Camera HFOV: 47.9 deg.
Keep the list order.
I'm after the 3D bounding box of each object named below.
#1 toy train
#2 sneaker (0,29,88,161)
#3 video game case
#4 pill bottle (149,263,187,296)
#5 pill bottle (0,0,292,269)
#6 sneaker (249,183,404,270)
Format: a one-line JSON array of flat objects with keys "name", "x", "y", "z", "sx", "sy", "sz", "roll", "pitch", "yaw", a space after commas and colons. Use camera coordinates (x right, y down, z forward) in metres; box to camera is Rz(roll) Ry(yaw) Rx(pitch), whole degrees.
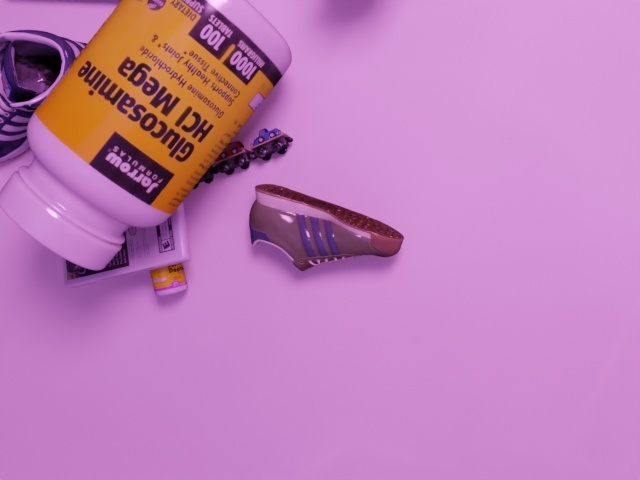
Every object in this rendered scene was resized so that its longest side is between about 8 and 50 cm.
[{"name": "toy train", "x": -0.109, "y": -0.106, "z": 0.910, "sx": 0.158, "sy": 0.027, "sz": 0.036, "roll": -19, "pitch": 80, "yaw": 15}, {"name": "sneaker", "x": -0.391, "y": -0.176, "z": 0.899, "sx": 0.282, "sy": 0.153, "sz": 0.099, "roll": -22, "pitch": 91, "yaw": 15}, {"name": "video game case", "x": -0.259, "y": -0.048, "z": 0.928, "sx": 0.173, "sy": 0.022, "sz": 0.190, "roll": -13, "pitch": 78, "yaw": 14}, {"name": "pill bottle", "x": -0.202, "y": 0.028, "z": 0.937, "sx": 0.044, "sy": 0.043, "sz": 0.083, "roll": -13, "pitch": 93, "yaw": 14}, {"name": "pill bottle", "x": -0.201, "y": -0.138, "z": 0.815, "sx": 0.188, "sy": 0.188, "sz": 0.334, "roll": 39, "pitch": 92, "yaw": 6}, {"name": "sneaker", "x": 0.000, "y": 0.000, "z": 0.882, "sx": 0.192, "sy": 0.064, "sz": 0.086, "roll": 20, "pitch": 108, "yaw": 10}]
